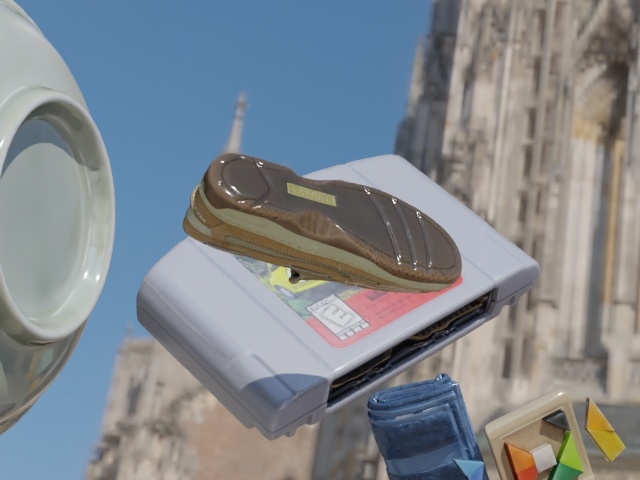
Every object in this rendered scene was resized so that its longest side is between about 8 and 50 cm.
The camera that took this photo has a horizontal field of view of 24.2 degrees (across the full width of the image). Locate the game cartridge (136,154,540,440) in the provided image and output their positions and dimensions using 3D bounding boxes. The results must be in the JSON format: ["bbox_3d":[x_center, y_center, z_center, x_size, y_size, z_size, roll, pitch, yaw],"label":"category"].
[{"bbox_3d":[0.010,0.031,1.203,0.196,0.294,0.060,37,-42,33],"label":"game cartridge"}]

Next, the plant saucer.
[{"bbox_3d":[-0.265,-0.020,1.268,0.101,0.400,0.400,2,-26,20],"label":"plant saucer"}]

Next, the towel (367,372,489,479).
[{"bbox_3d":[0.076,0.149,1.029,0.067,0.029,0.119,-16,-58,5],"label":"towel"}]

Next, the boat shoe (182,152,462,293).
[{"bbox_3d":[0.000,0.000,0.994,0.190,0.068,0.072,21,-47,-18],"label":"boat shoe"}]

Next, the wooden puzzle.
[{"bbox_3d":[0.153,0.147,1.025,0.078,0.116,0.014,63,-16,-12],"label":"wooden puzzle"}]
